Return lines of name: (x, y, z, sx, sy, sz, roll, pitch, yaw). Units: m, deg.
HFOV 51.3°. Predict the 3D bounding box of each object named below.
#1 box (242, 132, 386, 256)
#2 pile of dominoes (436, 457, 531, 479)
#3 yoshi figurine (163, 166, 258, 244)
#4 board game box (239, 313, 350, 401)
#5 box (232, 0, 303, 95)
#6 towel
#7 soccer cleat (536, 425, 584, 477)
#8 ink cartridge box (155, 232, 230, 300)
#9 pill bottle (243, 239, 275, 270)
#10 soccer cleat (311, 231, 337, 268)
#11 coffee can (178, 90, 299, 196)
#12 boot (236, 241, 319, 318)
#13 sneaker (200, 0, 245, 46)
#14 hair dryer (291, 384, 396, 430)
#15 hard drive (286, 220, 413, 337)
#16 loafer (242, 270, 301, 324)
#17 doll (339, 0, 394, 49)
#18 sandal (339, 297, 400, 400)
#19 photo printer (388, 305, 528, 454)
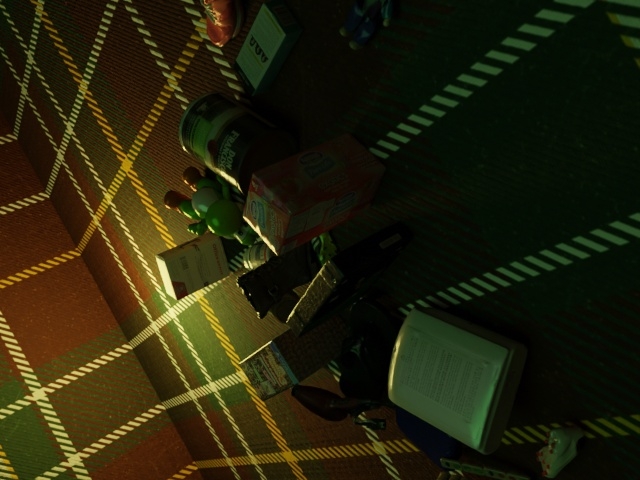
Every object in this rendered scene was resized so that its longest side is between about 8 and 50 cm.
box: (-0.013, -0.112, 1.535, 0.142, 0.300, 0.154, 47, 144, 21)
pile of dominoes: (0.415, 0.643, 1.665, 0.251, 0.040, 0.196, 0, 123, 38)
yoshi figurine: (-0.340, -0.107, 2.076, 0.362, 0.203, 0.203, 31, 129, 34)
board game box: (-0.073, 0.338, 1.992, 0.141, 0.232, 0.291, 57, 146, 6)
box: (-0.135, -0.475, 1.656, 0.100, 0.060, 0.244, 57, 146, 8)
towel: (0.291, 0.427, 1.724, 0.228, 0.076, 0.308, 39, 141, 41)
soccer cleat: (0.522, 0.462, 1.447, 0.196, 0.076, 0.068, 82, 178, -50)
ink cartridge box: (-0.440, 0.086, 2.313, 0.092, 0.218, 0.158, 20, 128, 52)
pill bottle: (-0.156, 0.050, 2.011, 0.180, 0.108, 0.107, -10, 105, 56)
soccer cleat: (0.000, 0.000, 1.823, 0.072, 0.060, 0.178, 4, 110, 63)
coffee can: (-0.223, -0.259, 1.799, 0.275, 0.202, 0.201, 36, 138, 34)
boot: (-0.133, 0.066, 1.862, 0.091, 0.229, 0.262, 21, 135, 62)
sneaker: (-0.262, -0.615, 1.659, 0.116, 0.136, 0.314, 51, 145, 18)
hair dryer: (0.062, 0.453, 1.889, 0.294, 0.080, 0.223, 8, 144, 5)
hard drive: (0.064, 0.099, 1.640, 0.064, 0.237, 0.339, 52, 146, 15)
loafer: (-0.133, 0.165, 2.008, 0.268, 0.102, 0.092, 40, -162, -40)
doll: (0.099, -0.480, 1.357, 0.129, 0.046, 0.189, 56, 146, 8)
sandal: (0.123, 0.340, 1.823, 0.168, 0.107, 0.445, 28, 137, 23)
photo printer: (0.292, 0.301, 1.518, 0.308, 0.107, 0.256, 20, 98, 45)
